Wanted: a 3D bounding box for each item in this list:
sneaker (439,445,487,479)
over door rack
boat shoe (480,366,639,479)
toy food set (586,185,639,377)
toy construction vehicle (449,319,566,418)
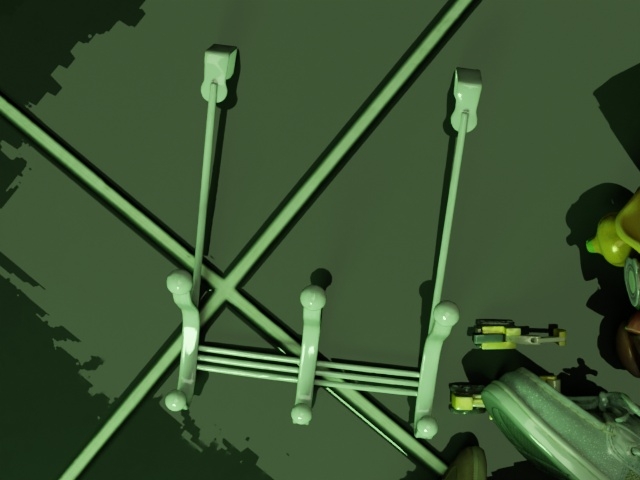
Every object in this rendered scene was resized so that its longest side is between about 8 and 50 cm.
[{"bbox_3d":[0.094,0.266,0.998,0.071,0.066,0.188,14,93,2],"label":"sneaker"},{"bbox_3d":[0.000,0.000,0.965,0.239,0.108,0.324,7,93,0],"label":"over door rack"},{"bbox_3d":[0.278,0.194,0.968,0.320,0.118,0.103,34,83,-7],"label":"boat shoe"},{"bbox_3d":[0.273,0.066,0.961,0.071,0.128,0.218,-17,98,23],"label":"toy food set"},{"bbox_3d":[0.165,0.115,1.003,0.098,0.035,0.086,3,94,1],"label":"toy construction vehicle"}]
